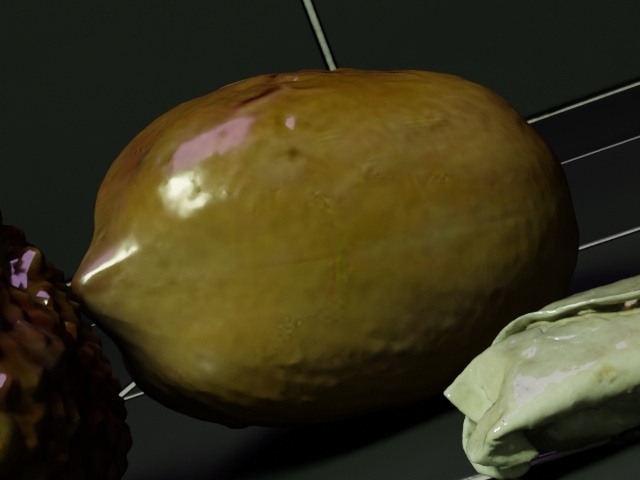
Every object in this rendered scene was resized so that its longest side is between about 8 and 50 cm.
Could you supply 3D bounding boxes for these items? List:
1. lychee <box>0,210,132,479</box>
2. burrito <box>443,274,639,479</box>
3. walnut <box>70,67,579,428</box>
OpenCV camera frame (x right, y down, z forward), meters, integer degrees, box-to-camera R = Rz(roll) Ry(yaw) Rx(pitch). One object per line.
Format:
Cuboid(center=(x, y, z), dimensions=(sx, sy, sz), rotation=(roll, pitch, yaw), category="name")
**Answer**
Cuboid(center=(-0.223, 0.089, 0.847), dimensions=(0.267, 0.267, 0.267), rotation=(-21, 6, 2), category="lychee")
Cuboid(center=(0.156, 0.040, 0.813), dimensions=(0.226, 0.060, 0.087), rotation=(-21, 12, -14), category="burrito")
Cuboid(center=(0.000, 0.000, 1.004), dimensions=(0.298, 0.203, 0.203), rotation=(-5, -4, -35), category="walnut")
